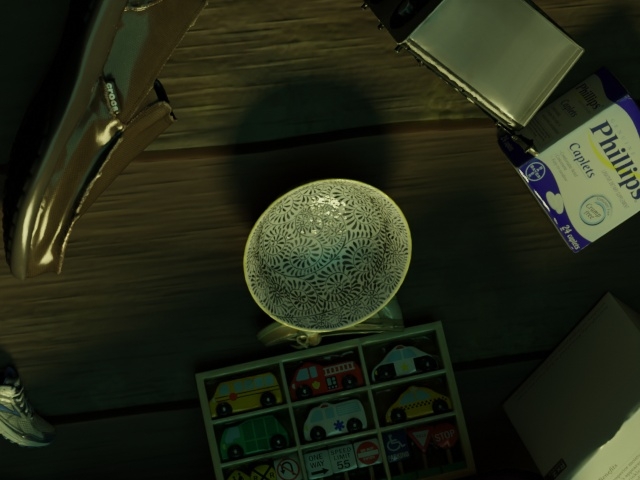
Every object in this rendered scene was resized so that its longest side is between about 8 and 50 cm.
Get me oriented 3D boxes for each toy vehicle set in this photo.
[{"bbox_3d":[0.015,0.193,1.940,0.267,0.035,0.166,-12,77,-7],"label":"toy vehicle set"}]

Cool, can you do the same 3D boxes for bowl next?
[{"bbox_3d":[0.000,0.000,1.872,0.170,0.080,0.170,-5,116,-11],"label":"bowl"}]

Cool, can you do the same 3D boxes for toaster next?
[{"bbox_3d":[0.146,-0.197,1.759,0.186,0.168,0.110,35,103,-24],"label":"toaster"}]

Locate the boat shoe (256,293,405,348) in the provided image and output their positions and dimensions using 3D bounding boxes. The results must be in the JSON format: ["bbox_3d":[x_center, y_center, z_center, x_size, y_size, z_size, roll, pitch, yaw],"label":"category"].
[{"bbox_3d":[0.010,0.090,1.927,0.153,0.056,0.048,-14,83,-13],"label":"boat shoe"}]

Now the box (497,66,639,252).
[{"bbox_3d":[0.275,-0.081,1.899,0.137,0.072,0.126,-35,118,5],"label":"box"}]

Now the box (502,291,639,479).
[{"bbox_3d":[0.315,0.185,1.978,0.119,0.182,0.181,36,104,-27],"label":"box"}]

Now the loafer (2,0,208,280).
[{"bbox_3d":[-0.197,-0.115,1.740,0.130,0.134,0.366,18,111,-20],"label":"loafer"}]

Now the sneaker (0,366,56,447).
[{"bbox_3d":[-0.319,0.163,1.897,0.135,0.052,0.058,35,100,-25],"label":"sneaker"}]

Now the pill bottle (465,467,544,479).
[{"bbox_3d":[0.188,0.334,1.935,0.181,0.323,0.181,0,89,14],"label":"pill bottle"}]
